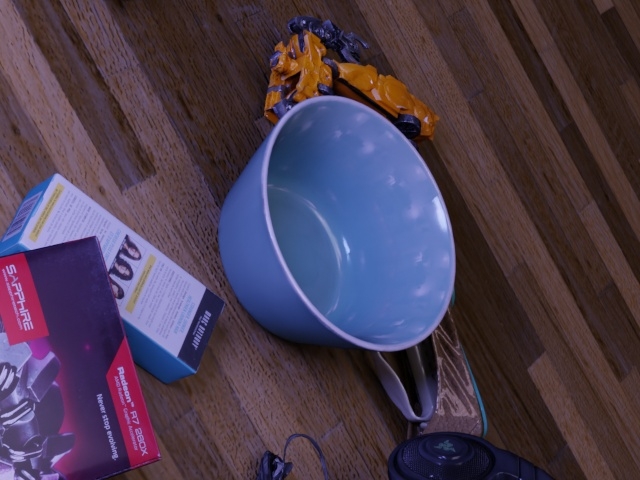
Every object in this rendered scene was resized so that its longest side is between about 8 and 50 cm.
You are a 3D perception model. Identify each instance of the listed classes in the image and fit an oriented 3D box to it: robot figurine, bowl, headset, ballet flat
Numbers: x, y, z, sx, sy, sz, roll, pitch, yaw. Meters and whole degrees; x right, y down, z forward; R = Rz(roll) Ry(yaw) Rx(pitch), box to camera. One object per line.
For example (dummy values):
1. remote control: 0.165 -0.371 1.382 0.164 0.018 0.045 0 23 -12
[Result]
1. robot figurine: 0.037 -0.165 1.746 0.291 0.085 0.211 30 53 -32
2. bowl: 0.000 0.000 1.578 0.311 0.163 0.312 19 60 -37
3. headset: 0.109 0.337 1.491 0.394 0.243 0.185 24 23 -1
4. ballet flat: 0.117 0.112 1.700 0.124 0.116 0.343 -8 81 -26

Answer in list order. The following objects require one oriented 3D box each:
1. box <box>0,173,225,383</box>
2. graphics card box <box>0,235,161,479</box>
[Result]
1. box: -0.222 0.044 1.414 0.244 0.060 0.101 40 49 -25
2. graphics card box: -0.342 0.145 1.190 0.370 0.094 0.233 -13 86 -38
